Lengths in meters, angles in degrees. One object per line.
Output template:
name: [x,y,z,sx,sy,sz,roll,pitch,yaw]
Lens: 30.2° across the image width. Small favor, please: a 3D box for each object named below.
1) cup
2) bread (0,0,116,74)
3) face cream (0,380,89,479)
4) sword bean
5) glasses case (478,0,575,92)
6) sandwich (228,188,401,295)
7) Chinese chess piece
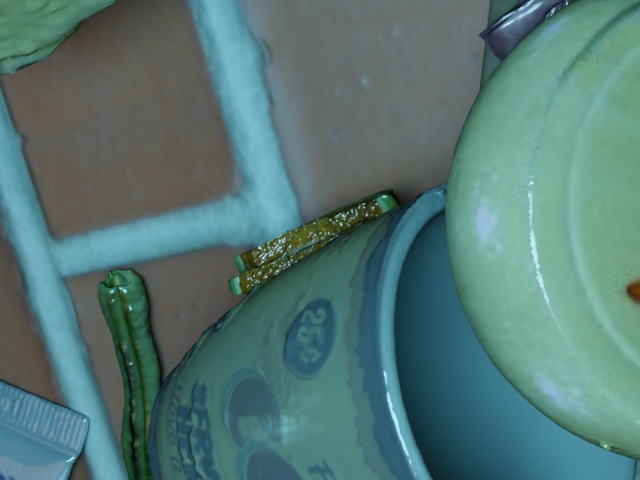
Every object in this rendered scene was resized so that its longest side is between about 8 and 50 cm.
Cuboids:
cup: [0.053,0.127,0.741,0.301,0.227,0.257,41,140,-26]
bread: [-0.179,-0.324,0.592,0.390,0.279,0.371,-27,73,30]
face cream: [-0.340,0.300,1.012,0.235,0.137,0.420,19,102,19]
sword bean: [-0.136,0.151,0.901,0.043,0.038,0.269,-4,106,-1]
glasses case: [0.143,-0.141,0.666,0.103,0.070,0.193,12,111,19]
sandwich: [0.002,-0.001,0.772,0.135,0.067,0.029,-23,93,33]
Chinese chess piece: [0.188,-0.011,0.600,0.251,0.097,0.250,1,87,-15]
